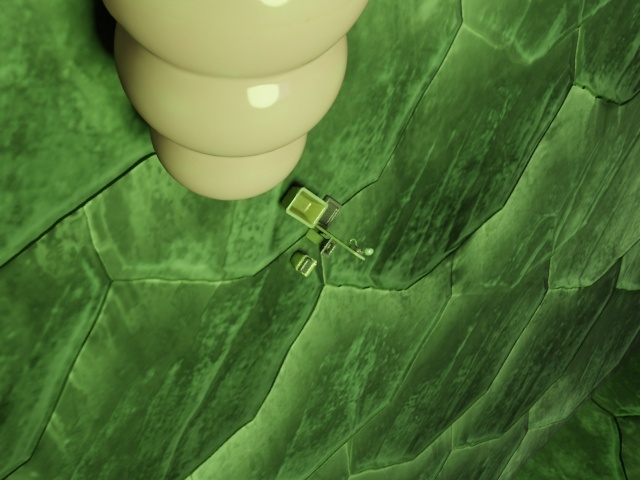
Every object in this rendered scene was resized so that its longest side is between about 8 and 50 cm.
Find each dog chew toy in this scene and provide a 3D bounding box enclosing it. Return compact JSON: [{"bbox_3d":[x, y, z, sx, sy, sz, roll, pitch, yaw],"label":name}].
[{"bbox_3d":[-0.067,-0.159,0.764,0.206,0.206,0.332,-34,153,-29],"label":"dog chew toy"}]

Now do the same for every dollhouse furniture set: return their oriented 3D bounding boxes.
[{"bbox_3d":[0.000,0.000,1.111,0.091,0.081,0.114,-55,149,2],"label":"dollhouse furniture set"}]
